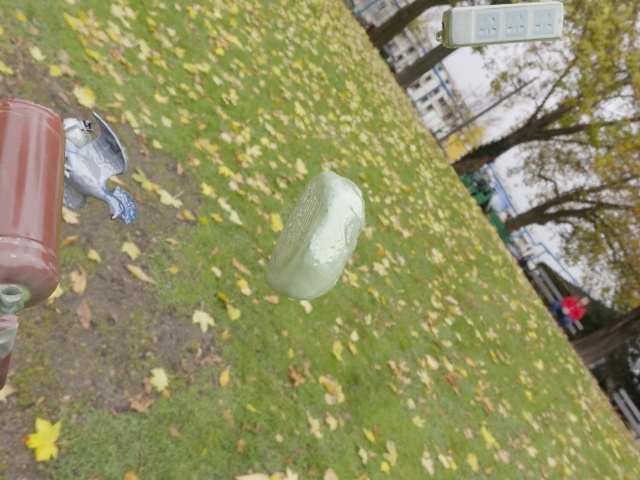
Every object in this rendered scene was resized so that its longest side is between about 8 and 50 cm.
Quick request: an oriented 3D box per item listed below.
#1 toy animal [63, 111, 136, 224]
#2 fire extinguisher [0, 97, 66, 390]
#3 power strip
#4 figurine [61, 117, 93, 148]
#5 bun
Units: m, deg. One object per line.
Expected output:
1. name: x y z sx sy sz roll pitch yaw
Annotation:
1. toy animal: -0.476 -0.136 1.125 0.256 0.239 0.176 63 19 3
2. fire extinguisher: -0.358 0.000 0.652 0.106 0.147 0.337 8 50 -29
3. power strip: 0.375 -0.442 1.163 0.052 0.271 0.078 -110 -164 -70
4. figurine: -0.757 -0.301 1.664 0.126 0.192 0.147 60 -6 2
5. bun: -0.001 0.003 0.913 0.108 0.221 0.221 28 21 -15
